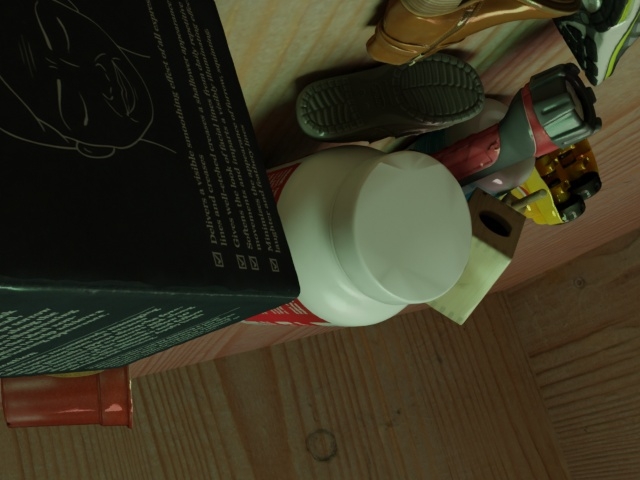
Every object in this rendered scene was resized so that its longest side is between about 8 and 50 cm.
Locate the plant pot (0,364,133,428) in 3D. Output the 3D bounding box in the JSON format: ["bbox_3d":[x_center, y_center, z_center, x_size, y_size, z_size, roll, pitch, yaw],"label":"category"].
[{"bbox_3d":[-0.568,0.302,1.761,0.265,0.272,0.272,-4,164,-17],"label":"plant pot"}]

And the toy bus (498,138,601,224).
[{"bbox_3d":[0.341,-0.104,1.334,0.211,0.149,0.220,-18,-165,40],"label":"toy bus"}]

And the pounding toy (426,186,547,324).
[{"bbox_3d":[0.222,-0.021,1.079,0.181,0.094,0.206,-61,175,35],"label":"pounding toy"}]

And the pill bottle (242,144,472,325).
[{"bbox_3d":[0.000,0.000,1.046,0.229,0.229,0.407,-8,180,-32],"label":"pill bottle"}]

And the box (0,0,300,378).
[{"bbox_3d":[-0.226,-0.066,0.551,0.212,0.294,0.395,-23,165,22],"label":"box"}]

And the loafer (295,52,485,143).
[{"bbox_3d":[0.083,-0.172,0.978,0.251,0.094,0.087,-8,177,-15],"label":"loafer"}]

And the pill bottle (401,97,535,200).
[{"bbox_3d":[0.199,-0.103,1.242,0.146,0.146,0.264,-8,164,-34],"label":"pill bottle"}]

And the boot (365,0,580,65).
[{"bbox_3d":[0.155,-0.236,0.821,0.197,0.073,0.152,2,159,-22],"label":"boot"}]

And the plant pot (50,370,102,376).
[{"bbox_3d":[-0.301,0.009,0.995,0.237,0.237,0.254,-7,149,-35],"label":"plant pot"}]

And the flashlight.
[{"bbox_3d":[0.208,-0.125,1.037,0.304,0.103,0.103,-23,-177,36],"label":"flashlight"}]

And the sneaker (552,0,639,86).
[{"bbox_3d":[0.340,-0.263,0.866,0.121,0.111,0.300,-27,171,5],"label":"sneaker"}]
